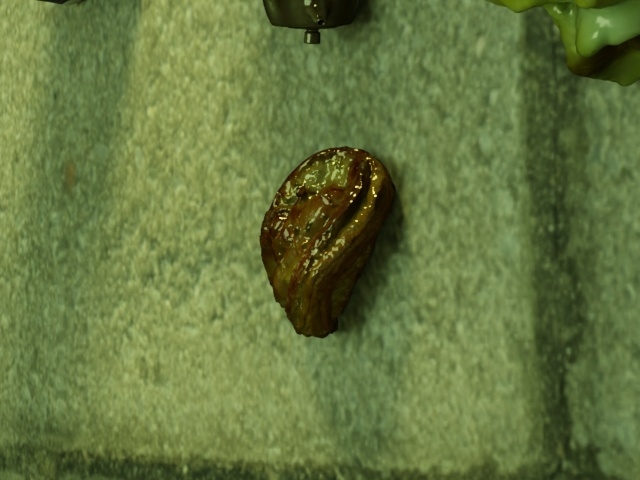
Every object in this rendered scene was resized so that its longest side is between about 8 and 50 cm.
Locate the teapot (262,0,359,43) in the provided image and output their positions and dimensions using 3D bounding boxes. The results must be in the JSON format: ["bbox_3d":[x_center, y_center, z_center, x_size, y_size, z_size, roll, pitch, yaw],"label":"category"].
[{"bbox_3d":[-0.008,-0.180,1.331,0.121,0.076,0.068,-133,41,-76],"label":"teapot"}]

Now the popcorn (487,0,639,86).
[{"bbox_3d":[0.167,-0.183,1.033,0.198,0.198,0.212,7,119,53],"label":"popcorn"}]

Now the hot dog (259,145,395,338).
[{"bbox_3d":[0.002,0.001,1.309,0.147,0.065,0.099,-66,33,29],"label":"hot dog"}]

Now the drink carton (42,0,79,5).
[{"bbox_3d":[-0.283,-0.281,1.568,0.134,0.222,0.102,-14,77,52],"label":"drink carton"}]
